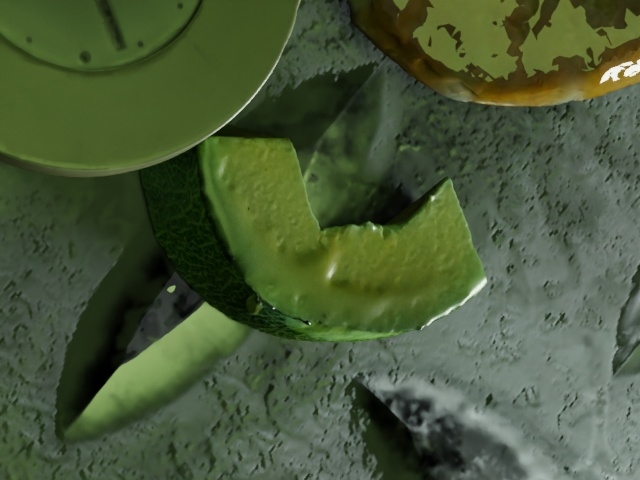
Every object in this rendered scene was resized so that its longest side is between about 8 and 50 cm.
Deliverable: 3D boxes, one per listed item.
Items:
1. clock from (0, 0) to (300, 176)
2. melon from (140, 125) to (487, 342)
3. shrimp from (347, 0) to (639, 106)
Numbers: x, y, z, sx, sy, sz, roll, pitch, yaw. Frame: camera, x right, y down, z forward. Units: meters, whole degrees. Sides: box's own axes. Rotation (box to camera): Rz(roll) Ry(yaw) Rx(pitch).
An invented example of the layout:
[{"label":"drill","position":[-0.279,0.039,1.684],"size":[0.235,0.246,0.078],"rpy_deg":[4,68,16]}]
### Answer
[{"label":"clock","position":[-0.123,-0.150,1.009],"size":[0.235,0.029,0.235],"rpy_deg":[1,86,-15]},{"label":"melon","position":[0.000,0.000,1.098],"size":[0.209,0.064,0.118],"rpy_deg":[7,89,-26]},{"label":"shrimp","position":[0.206,-0.237,1.146],"size":[0.445,0.085,0.272],"rpy_deg":[-16,99,-16]}]
